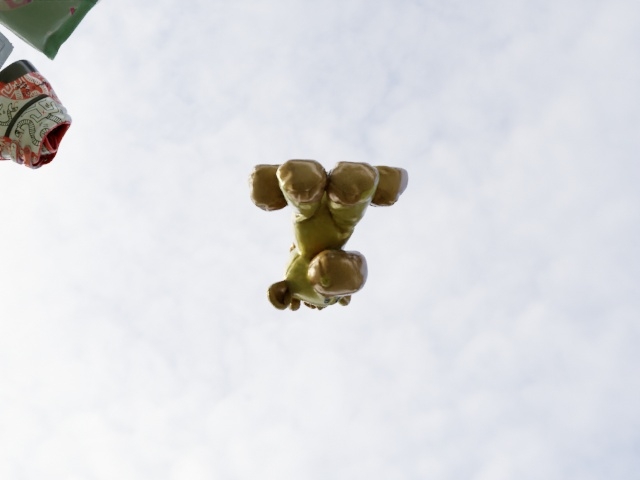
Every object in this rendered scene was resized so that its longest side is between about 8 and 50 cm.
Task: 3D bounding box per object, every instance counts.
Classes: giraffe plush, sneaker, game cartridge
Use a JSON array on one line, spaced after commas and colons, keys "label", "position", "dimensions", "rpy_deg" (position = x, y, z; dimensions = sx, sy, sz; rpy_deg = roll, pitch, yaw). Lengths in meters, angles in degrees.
[{"label": "giraffe plush", "position": [0.000, 0.000, 1.093], "dimensions": [0.181, 0.210, 0.170], "rpy_deg": [2, -92, -15]}, {"label": "sneaker", "position": [-0.525, -0.152, 1.487], "dimensions": [0.270, 0.090, 0.145], "rpy_deg": [-41, -94, 7]}, {"label": "game cartridge", "position": [-0.434, -0.257, 1.176], "dimensions": [0.017, 0.056, 0.083], "rpy_deg": [-11, -43, 34]}]

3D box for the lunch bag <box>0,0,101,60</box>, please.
[{"label": "lunch bag", "position": [-0.295, -0.322, 0.899], "dimensions": [0.223, 0.262, 0.160], "rpy_deg": [35, -69, -22]}]
